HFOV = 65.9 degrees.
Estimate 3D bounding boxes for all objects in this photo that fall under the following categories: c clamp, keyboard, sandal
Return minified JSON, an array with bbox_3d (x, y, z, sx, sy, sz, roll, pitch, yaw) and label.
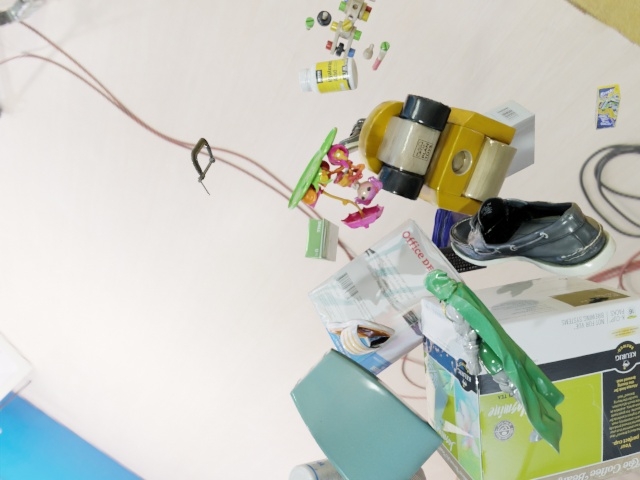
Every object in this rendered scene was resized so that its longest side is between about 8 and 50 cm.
[{"bbox_3d":[-0.367,-0.242,1.556,0.022,0.161,0.137,-10,132,18],"label":"c clamp"},{"bbox_3d":[0.483,0.109,1.810,0.033,0.317,0.202,-130,38,-53],"label":"keyboard"},{"bbox_3d":[0.092,0.245,1.216,0.101,0.076,0.265,21,161,-18],"label":"sandal"}]

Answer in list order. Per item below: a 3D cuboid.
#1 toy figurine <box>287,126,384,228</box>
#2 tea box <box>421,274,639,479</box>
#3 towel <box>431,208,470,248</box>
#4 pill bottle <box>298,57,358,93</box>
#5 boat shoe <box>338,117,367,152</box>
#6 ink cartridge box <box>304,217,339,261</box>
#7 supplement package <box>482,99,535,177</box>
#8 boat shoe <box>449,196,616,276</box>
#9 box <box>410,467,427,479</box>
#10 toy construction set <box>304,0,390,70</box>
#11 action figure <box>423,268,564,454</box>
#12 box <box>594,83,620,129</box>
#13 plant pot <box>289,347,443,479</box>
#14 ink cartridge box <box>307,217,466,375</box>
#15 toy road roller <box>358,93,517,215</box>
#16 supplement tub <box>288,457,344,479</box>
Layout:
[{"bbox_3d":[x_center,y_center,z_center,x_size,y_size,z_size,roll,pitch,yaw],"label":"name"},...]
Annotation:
[{"bbox_3d":[0.049,-0.095,0.911,0.159,0.130,0.173,28,109,-12],"label":"toy figurine"},{"bbox_3d":[0.385,0.257,0.913,0.328,0.220,0.324,-7,98,-12],"label":"tea box"},{"bbox_3d":[0.543,-0.026,2.065,0.076,0.308,0.228,12,90,33],"label":"towel"},{"bbox_3d":[0.017,-0.342,1.035,0.116,0.065,0.065,-3,126,17],"label":"pill bottle"},{"bbox_3d":[0.116,-0.285,1.300,0.080,0.223,0.074,-19,98,49],"label":"boat shoe"},{"bbox_3d":[0.000,0.000,1.383,0.062,0.209,0.109,5,86,13],"label":"ink cartridge box"},{"bbox_3d":[0.544,-0.292,1.429,0.105,0.105,0.179,-28,134,-3],"label":"supplement package"},{"bbox_3d":[0.322,-0.024,0.850,0.113,0.127,0.340,47,173,-19],"label":"boat shoe"},{"bbox_3d":[0.089,0.671,1.056,0.343,0.313,0.179,-33,124,13],"label":"box"},{"bbox_3d":[0.144,-0.798,1.808,0.309,0.257,0.237,47,169,-2],"label":"toy construction set"},{"bbox_3d":[0.206,0.130,0.605,0.063,0.137,0.232,-37,89,22],"label":"action figure"},{"bbox_3d":[0.878,-0.407,1.515,0.059,0.054,0.169,-3,160,26],"label":"box"},{"bbox_3d":[0.064,0.315,0.888,0.234,0.165,0.166,44,175,7],"label":"plant pot"},{"bbox_3d":[0.205,0.172,1.452,0.395,0.285,0.166,-37,142,8],"label":"ink cartridge box"},{"bbox_3d":[0.234,-0.199,1.090,0.329,0.240,0.203,11,106,-28],"label":"toy road roller"},{"bbox_3d":[-0.005,0.470,0.971,0.071,0.071,0.107,-13,162,38],"label":"supplement tub"}]
